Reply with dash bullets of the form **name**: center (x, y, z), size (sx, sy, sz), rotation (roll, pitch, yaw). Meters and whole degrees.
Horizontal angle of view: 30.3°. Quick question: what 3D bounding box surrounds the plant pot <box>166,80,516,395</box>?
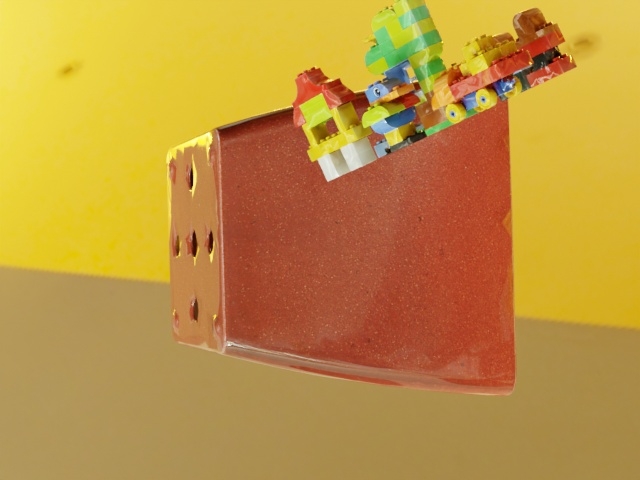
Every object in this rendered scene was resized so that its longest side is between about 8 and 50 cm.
- **plant pot**: center (0.000, 0.000, 1.035), size (0.236, 0.267, 0.267), rotation (-2, 179, -21)

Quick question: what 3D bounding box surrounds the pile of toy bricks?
- **pile of toy bricks**: center (0.069, -0.128, 0.832), size (0.118, 0.105, 0.212), rotation (-27, -176, -36)
